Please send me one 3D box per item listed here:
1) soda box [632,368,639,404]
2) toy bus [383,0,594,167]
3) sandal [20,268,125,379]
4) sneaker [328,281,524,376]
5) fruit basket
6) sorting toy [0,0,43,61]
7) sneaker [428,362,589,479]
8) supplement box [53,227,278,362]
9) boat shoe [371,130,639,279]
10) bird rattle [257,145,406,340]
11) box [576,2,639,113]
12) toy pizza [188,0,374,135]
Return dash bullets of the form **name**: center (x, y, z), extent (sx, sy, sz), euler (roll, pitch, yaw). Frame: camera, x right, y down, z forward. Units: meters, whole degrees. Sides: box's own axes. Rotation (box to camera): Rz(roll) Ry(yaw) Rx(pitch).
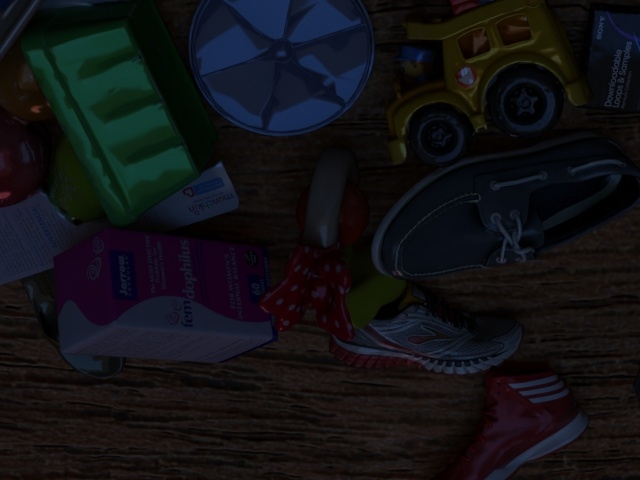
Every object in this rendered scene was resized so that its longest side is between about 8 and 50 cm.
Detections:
- **soda box**: center (0.430, 0.117, 1.851), extent (0.063, 0.058, 0.183), euler (14, 113, -7)
- **toy bus**: center (0.153, -0.199, 1.662), extent (0.220, 0.149, 0.211), euler (-19, 100, 13)
- **sandal**: center (-0.294, 0.095, 1.837), extent (0.072, 0.049, 0.180), euler (-25, 113, 11)
- **sneaker**: center (0.124, 0.100, 1.823), extent (0.225, 0.088, 0.092), euler (2, 114, -2)
- **fruit basket**: center (-0.303, -0.126, 1.700), extent (0.353, 0.165, 0.327), euler (-15, 115, 24)
- **sorting toy**: center (-0.370, -0.259, 1.590), extent (0.208, 0.038, 0.193), euler (42, 100, 27)
- **sneaker**: center (0.199, 0.222, 1.897), extent (0.221, 0.087, 0.128), euler (-32, 104, 0)
- **supplement box**: center (-0.168, 0.063, 1.717), extent (0.220, 0.111, 0.114), euler (6, 158, -39)
- **boat shoe**: center (0.207, -0.030, 1.687), extent (0.319, 0.099, 0.116), euler (-21, 124, -21)
- **bird rattle**: center (0.000, 0.000, 1.702), extent (0.143, 0.253, 0.206), euler (4, 88, 17)
- **box**: center (0.365, -0.194, 1.720), extent (0.162, 0.029, 0.116), euler (5, 115, -1)
- **toy pizza**: center (-0.042, -0.210, 1.706), extent (0.201, 0.032, 0.201), euler (-1, 115, -2)
